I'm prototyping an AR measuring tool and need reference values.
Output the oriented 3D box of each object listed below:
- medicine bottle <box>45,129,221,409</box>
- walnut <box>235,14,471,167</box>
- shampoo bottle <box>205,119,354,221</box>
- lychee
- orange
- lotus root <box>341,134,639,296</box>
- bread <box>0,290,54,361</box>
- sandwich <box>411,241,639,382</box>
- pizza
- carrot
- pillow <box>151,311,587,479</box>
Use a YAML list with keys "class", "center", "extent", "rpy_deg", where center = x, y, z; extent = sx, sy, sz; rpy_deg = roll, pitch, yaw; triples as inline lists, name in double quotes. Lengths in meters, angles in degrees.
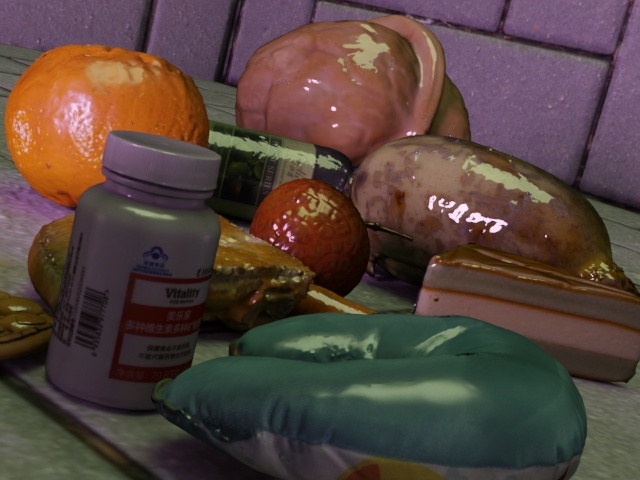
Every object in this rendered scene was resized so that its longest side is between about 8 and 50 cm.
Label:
- class: "medicine bottle"
  center: [-0.099, 0.015, 0.549]
  extent: [0.079, 0.140, 0.079]
  rpy_deg: [14, 11, -3]
- class: "walnut"
  center: [0.049, -0.157, 1.292]
  extent: [0.296, 0.285, 0.285]
  rpy_deg: [33, -2, -36]
- class: "shampoo bottle"
  center: [-0.040, -0.064, 1.122]
  extent: [0.284, 0.101, 0.101]
  rpy_deg: [13, 11, -9]
- class: "lychee"
  center: [-0.004, 0.004, 0.830]
  extent: [0.114, 0.101, 0.140]
  rpy_deg: [49, 18, -4]
- class: "orange"
  center: [-0.204, -0.103, 0.967]
  extent: [0.193, 0.161, 0.193]
  rpy_deg: [6, 1, 0]
- class: "lotus root"
  center: [0.160, -0.003, 0.963]
  extent: [0.309, 0.173, 0.173]
  rpy_deg: [22, 13, 28]
- class: "bread"
  center: [-0.203, 0.045, 0.570]
  extent: [0.110, 0.024, 0.110]
  rpy_deg: [14, 12, -3]
- class: "sandwich"
  center: [0.170, 0.065, 0.804]
  extent: [0.163, 0.079, 0.113]
  rpy_deg: [21, 15, 25]
- class: "pizza"
  center: [-0.103, 0.022, 0.727]
  extent: [0.197, 0.058, 0.292]
  rpy_deg: [13, 12, 2]
- class: "carrot"
  center: [0.059, 0.074, 0.725]
  extent: [0.190, 0.037, 0.037]
  rpy_deg: [19, 12, 18]
- class: "pillow"
  center: [0.037, 0.082, 0.543]
  extent: [0.214, 0.086, 0.233]
  rpy_deg: [11, 8, 9]
